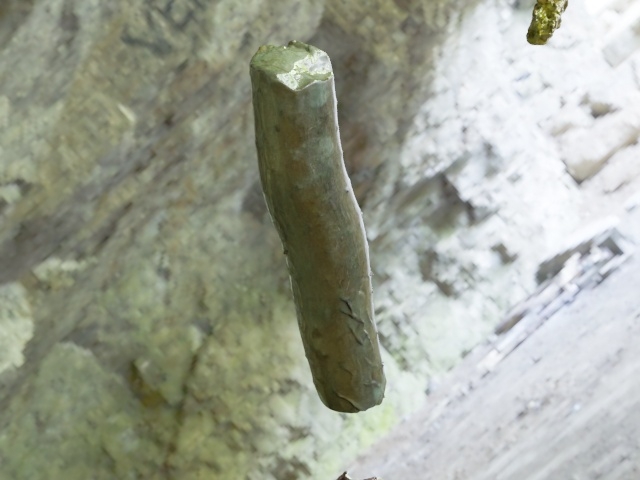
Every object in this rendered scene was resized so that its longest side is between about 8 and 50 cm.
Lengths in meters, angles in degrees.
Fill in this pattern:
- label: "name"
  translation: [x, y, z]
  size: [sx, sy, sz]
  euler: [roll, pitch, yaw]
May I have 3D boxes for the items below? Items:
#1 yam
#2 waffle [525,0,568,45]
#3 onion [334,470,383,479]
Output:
- label: "yam"
  translation: [0.000, 0.000, 0.855]
  size: [0.067, 0.317, 0.071]
  euler: [11, 36, 33]
- label: "waffle"
  translation: [0.328, -0.365, 1.503]
  size: [0.149, 0.051, 0.194]
  euler: [-49, -21, -55]
- label: "onion"
  translation: [-0.047, 0.302, 0.983]
  size: [0.283, 0.120, 0.227]
  euler: [-19, -9, -25]
